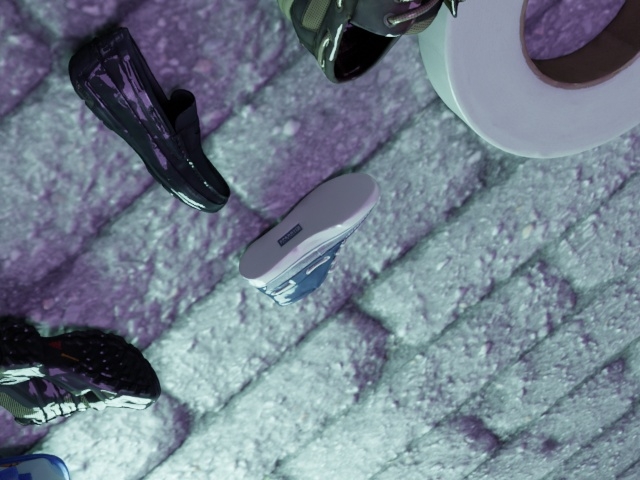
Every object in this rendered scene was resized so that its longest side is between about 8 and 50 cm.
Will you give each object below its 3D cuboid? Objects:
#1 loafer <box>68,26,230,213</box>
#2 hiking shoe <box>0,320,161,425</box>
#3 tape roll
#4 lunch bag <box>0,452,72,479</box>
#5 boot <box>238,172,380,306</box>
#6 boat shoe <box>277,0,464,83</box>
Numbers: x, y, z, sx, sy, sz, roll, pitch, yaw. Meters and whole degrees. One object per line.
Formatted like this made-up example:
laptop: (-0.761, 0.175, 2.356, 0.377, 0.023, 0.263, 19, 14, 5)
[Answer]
loafer: (-0.149, -0.111, 0.907, 0.078, 0.076, 0.223, -33, 129, 9)
hiking shoe: (-0.295, 0.158, 1.048, 0.227, 0.086, 0.114, 19, 128, -30)
tape roll: (0.290, -0.274, 1.015, 0.392, 0.072, 0.392, -14, 129, -18)
lunch bag: (-0.430, 0.363, 1.102, 0.303, 0.115, 0.243, -5, 124, -23)
boot: (0.000, 0.000, 1.085, 0.190, 0.069, 0.086, -34, 140, 11)
boat shoe: (0.073, -0.233, 0.759, 0.132, 0.130, 0.355, -21, 175, -20)
